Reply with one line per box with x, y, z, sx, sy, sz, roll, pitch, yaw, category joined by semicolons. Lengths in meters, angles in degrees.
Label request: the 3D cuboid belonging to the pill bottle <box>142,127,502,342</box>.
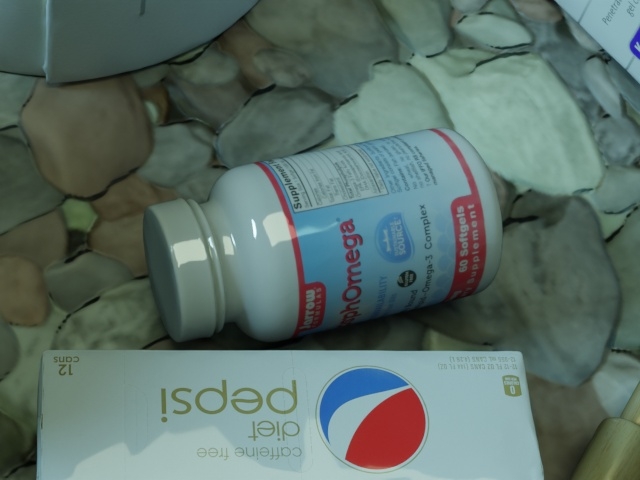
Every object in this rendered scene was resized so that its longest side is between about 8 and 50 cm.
0.000;0.000;0.637;0.160;0.087;0.087;-13;63;-18;pill bottle

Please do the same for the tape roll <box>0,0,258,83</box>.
-0.147;-0.231;0.735;0.286;0.100;0.286;6;59;-10;tape roll

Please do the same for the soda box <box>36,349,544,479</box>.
-0.016;0.093;0.586;0.216;0.074;0.069;1;60;-12;soda box

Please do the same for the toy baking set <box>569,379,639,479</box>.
0.204;0.155;0.626;0.197;0.030;0.256;31;65;0;toy baking set

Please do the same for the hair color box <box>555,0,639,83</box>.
0.246;-0.156;0.725;0.110;0.185;0.339;-34;72;-27;hair color box
